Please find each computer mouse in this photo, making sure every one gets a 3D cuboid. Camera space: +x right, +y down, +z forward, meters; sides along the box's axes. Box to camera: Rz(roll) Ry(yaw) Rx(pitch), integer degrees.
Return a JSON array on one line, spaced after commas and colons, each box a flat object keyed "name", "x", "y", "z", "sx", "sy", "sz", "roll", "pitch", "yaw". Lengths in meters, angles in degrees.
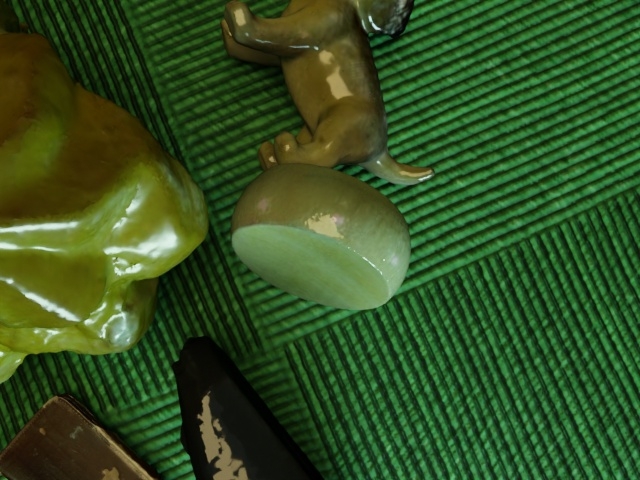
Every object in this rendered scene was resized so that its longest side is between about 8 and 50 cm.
[{"name": "computer mouse", "x": -0.043, "y": 0.199, "z": 0.430, "sx": 0.086, "sy": 0.137, "sz": 0.270, "roll": -37, "pitch": 89, "yaw": -12}]

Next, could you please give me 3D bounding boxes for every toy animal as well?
[{"name": "toy animal", "x": 0.005, "y": -0.159, "z": 0.467, "sx": 0.168, "sy": 0.121, "sz": 0.233, "roll": -5, "pitch": 90, "yaw": -12}]

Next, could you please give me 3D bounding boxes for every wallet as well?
[{"name": "wallet", "x": -0.191, "y": 0.220, "z": 0.484, "sx": 0.176, "sy": 0.026, "sz": 0.095, "roll": 41, "pitch": 93, "yaw": 3}]

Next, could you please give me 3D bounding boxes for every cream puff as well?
[{"name": "cream puff", "x": -0.263, "y": -0.031, "z": 0.381, "sx": 0.323, "sy": 0.270, "sz": 0.274, "roll": 40, "pitch": 92, "yaw": 3}]

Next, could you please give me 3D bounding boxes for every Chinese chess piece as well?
[{"name": "Chinese chess piece", "x": 0.000, "y": 0.000, "z": 0.440, "sx": 0.144, "sy": 0.144, "sz": 0.059, "roll": 20, "pitch": 63, "yaw": 1}]
